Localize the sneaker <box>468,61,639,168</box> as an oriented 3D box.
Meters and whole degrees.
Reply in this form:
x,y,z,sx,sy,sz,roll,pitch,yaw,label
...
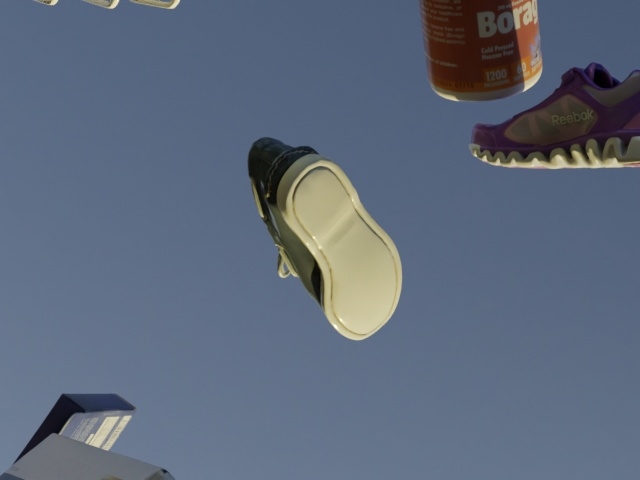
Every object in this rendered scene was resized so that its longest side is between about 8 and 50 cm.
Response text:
x,y,z,sx,sy,sz,roll,pitch,yaw,label
0.251,-0.122,1.646,0.236,0.095,0.104,0,-86,43,sneaker

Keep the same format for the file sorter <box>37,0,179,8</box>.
x,y,z,sx,sy,sz,roll,pitch,yaw,label
-0.289,-0.335,1.722,0.193,0.278,0.173,-155,-113,-62,file sorter

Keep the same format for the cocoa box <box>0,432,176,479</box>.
x,y,z,sx,sy,sz,roll,pitch,yaw,label
-0.195,0.323,1.350,0.231,0.228,0.347,54,-19,-13,cocoa box

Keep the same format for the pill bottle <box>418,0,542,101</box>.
x,y,z,sx,sy,sz,roll,pitch,yaw,label
0.158,-0.260,1.689,0.121,0.121,0.216,16,-52,39,pill bottle

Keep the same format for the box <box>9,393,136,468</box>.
x,y,z,sx,sy,sz,roll,pitch,yaw,label
-0.259,0.214,1.639,0.036,0.136,0.225,35,0,9,box

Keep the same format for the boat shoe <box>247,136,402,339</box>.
x,y,z,sx,sy,sz,roll,pitch,yaw,label
0.000,0.000,1.524,0.079,0.095,0.254,35,-12,39,boat shoe
